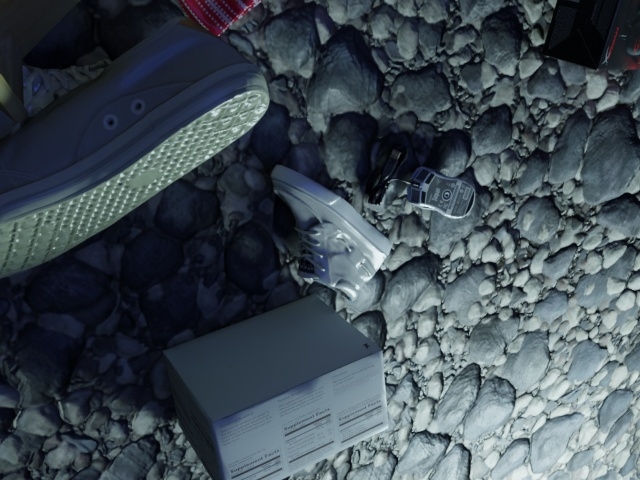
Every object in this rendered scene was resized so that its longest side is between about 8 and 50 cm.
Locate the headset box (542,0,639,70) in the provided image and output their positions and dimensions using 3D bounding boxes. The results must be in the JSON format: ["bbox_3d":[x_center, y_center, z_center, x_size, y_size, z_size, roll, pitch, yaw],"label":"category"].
[{"bbox_3d":[0.517,-0.399,1.198,0.293,0.110,0.218,-11,122,-40],"label":"headset box"}]

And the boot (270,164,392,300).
[{"bbox_3d":[0.000,0.000,1.089,0.258,0.095,0.123,36,81,-37],"label":"boot"}]

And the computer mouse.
[{"bbox_3d":[0.170,-0.084,1.196,0.193,0.042,0.106,17,95,-29],"label":"computer mouse"}]

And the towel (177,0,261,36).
[{"bbox_3d":[-0.092,-0.410,0.913,0.275,0.031,0.199,-43,124,-9],"label":"towel"}]

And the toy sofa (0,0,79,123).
[{"bbox_3d":[-0.259,-0.312,0.703,0.177,0.150,0.362,37,75,5],"label":"toy sofa"}]

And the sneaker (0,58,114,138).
[{"bbox_3d":[-0.297,-0.175,0.835,0.292,0.108,0.169,-42,128,-9],"label":"sneaker"}]

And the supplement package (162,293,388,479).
[{"bbox_3d":[-0.067,0.218,1.070,0.261,0.204,0.145,-18,118,-24],"label":"supplement package"}]

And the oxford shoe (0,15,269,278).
[{"bbox_3d":[-0.267,-0.085,0.774,0.449,0.169,0.130,-32,81,5],"label":"oxford shoe"}]
